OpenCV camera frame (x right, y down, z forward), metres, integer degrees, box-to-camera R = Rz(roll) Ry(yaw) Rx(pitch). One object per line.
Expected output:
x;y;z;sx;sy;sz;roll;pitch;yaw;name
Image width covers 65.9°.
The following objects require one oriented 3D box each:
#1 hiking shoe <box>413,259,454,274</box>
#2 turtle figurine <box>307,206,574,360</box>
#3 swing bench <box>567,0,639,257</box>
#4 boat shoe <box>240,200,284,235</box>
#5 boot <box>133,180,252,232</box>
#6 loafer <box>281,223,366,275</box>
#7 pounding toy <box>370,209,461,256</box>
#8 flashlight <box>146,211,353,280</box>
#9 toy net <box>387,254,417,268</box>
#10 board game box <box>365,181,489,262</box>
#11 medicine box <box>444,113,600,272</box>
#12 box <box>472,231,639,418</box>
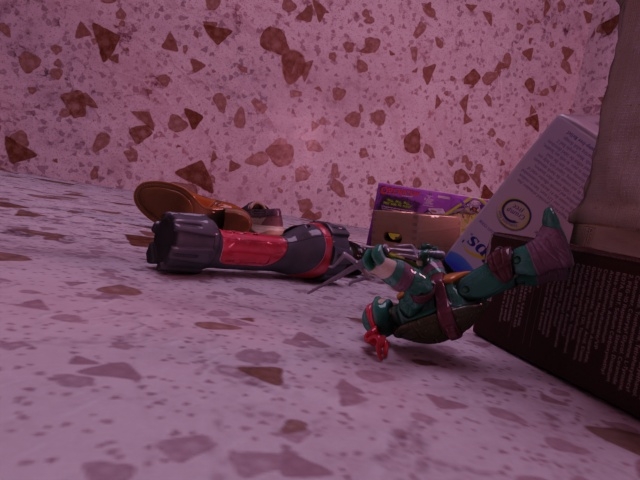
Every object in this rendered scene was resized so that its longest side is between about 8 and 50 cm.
0.353;0.052;1.085;0.132;0.113;0.304;17;5;-39;hiking shoe
0.117;0.041;0.490;0.234;0.118;0.175;-18;-2;17;turtle figurine
0.335;-0.098;0.349;0.255;0.253;0.165;11;6;26;swing bench
-0.197;-0.075;1.517;0.103;0.092;0.285;7;6;-35;boat shoe
-0.309;-0.080;1.236;0.284;0.108;0.220;11;6;-14;boot
-0.009;0.011;0.974;0.220;0.080;0.078;15;6;43;loafer
0.208;-0.013;1.049;0.206;0.094;0.181;1;6;-36;pounding toy
-0.090;0.008;0.742;0.304;0.103;0.103;7;8;-41;flashlight
0.164;0.058;0.900;0.122;0.045;0.232;20;0;-21;toy net
0.301;-0.023;1.281;0.347;0.208;0.056;12;6;19;board game box
0.387;-0.045;0.798;0.264;0.289;0.149;-16;54;-46;medicine box
0.342;0.089;0.473;0.191;0.143;0.381;9;3;-16;box
